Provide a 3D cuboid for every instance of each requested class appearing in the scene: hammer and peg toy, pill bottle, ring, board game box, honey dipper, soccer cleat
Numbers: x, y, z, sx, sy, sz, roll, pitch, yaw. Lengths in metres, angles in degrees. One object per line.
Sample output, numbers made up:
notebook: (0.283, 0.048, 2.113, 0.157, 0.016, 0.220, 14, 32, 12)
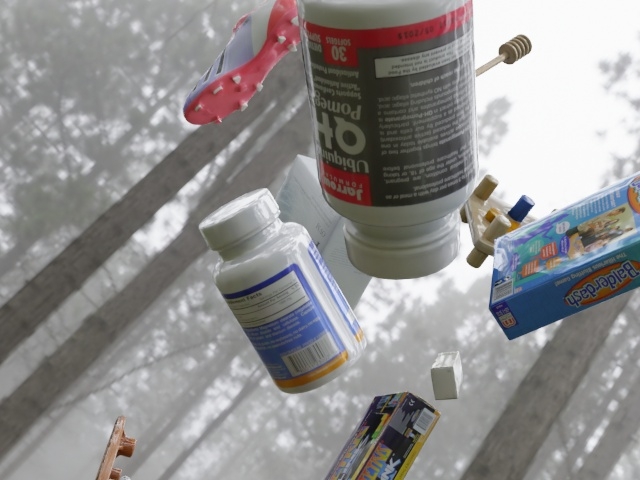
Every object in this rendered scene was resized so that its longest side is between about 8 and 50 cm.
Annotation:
hammer and peg toy: (0.473, 0.013, 2.044, 0.361, 0.266, 0.127, 25, -61, -14)
pill bottle: (0.078, -0.125, 0.991, 0.176, 0.176, 0.318, 20, -50, 38)
ring: (-0.270, 0.362, 1.053, 0.032, 0.336, 0.336, 19, -25, -9)
board game box: (0.276, 0.006, 0.948, 0.210, 0.160, 0.047, -27, -73, 24)
honey dipper: (0.210, -0.218, 1.189, 0.030, 0.161, 0.030, 35, -35, 30)
soccer cleat: (-0.118, -0.275, 1.409, 0.083, 0.248, 0.095, 29, 22, -55)
pill bottle: (-0.059, 0.069, 1.333, 0.152, 0.152, 0.272, -7, -64, 57)
board game box: (0.051, 0.249, 1.025, 0.048, 0.170, 0.141, 35, -17, -4)

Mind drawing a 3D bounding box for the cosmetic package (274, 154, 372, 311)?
cosmetic package: (0.000, 0.000, 1.735, 0.138, 0.224, 0.224, 13, 26, -31)

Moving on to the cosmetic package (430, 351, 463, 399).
cosmetic package: (0.222, 0.236, 1.642, 0.041, 0.115, 0.060, -8, -87, 14)

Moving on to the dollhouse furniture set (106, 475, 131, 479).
dollhouse furniture set: (-0.230, 0.236, 0.841, 0.114, 0.081, 0.091, 4, -34, 23)
